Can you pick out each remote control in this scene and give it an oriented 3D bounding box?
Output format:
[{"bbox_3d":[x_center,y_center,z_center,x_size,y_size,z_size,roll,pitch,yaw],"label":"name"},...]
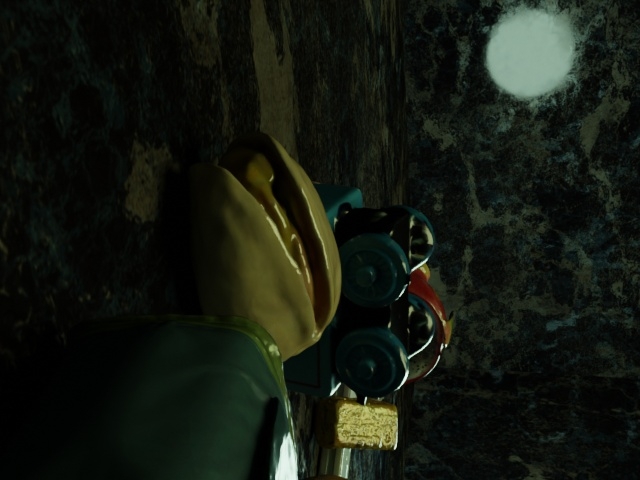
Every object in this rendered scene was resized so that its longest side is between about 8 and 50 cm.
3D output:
[{"bbox_3d":[0.034,0.458,1.740,0.103,0.055,0.277,71,25,-59],"label":"remote control"}]

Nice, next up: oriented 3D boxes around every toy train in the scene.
[{"bbox_3d":[0.026,0.083,1.155,0.188,0.265,0.300,-41,133,-59],"label":"toy train"}]

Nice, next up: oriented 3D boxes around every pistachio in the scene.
[{"bbox_3d":[-0.073,0.020,0.945,0.187,0.187,0.299,-69,152,-57],"label":"pistachio"}]

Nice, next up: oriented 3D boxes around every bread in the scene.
[{"bbox_3d":[0.078,0.391,1.673,0.211,0.083,0.114,17,69,-40],"label":"bread"}]

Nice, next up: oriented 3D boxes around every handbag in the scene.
[{"bbox_3d":[-0.122,0.213,0.578,0.241,0.222,0.263,-77,162,-60],"label":"handbag"}]

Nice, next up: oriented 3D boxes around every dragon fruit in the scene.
[{"bbox_3d":[0.142,0.170,1.714,0.189,0.290,0.291,-66,155,-64],"label":"dragon fruit"}]

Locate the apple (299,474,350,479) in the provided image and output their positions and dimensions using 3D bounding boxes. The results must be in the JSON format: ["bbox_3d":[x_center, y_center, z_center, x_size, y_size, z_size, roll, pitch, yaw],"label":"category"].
[{"bbox_3d":[0.008,0.498,1.226,0.253,0.253,0.253,1,90,-78],"label":"apple"}]

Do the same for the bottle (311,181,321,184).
[{"bbox_3d":[0.000,0.000,1.337,0.236,0.147,0.147,61,31,-52],"label":"bottle"}]

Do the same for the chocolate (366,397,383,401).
[{"bbox_3d":[0.109,0.339,2.022,0.254,0.080,0.157,29,48,-78],"label":"chocolate"}]
